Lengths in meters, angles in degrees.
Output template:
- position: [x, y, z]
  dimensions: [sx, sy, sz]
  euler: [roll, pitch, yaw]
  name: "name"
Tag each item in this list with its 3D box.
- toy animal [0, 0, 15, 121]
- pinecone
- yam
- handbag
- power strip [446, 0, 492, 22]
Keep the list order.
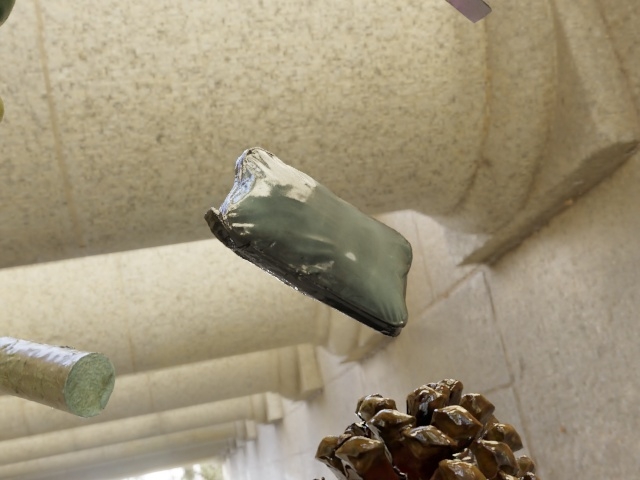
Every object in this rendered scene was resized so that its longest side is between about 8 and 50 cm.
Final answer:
- position: [-0.351, -0.158, 0.585]
  dimensions: [0.191, 0.216, 0.338]
  euler: [70, -152, -67]
  name: "toy animal"
- position: [0.142, 0.357, 1.062]
  dimensions: [0.384, 0.385, 0.384]
  euler: [172, 90, -77]
  name: "pinecone"
- position: [-0.401, 0.190, 1.123]
  dimensions: [0.259, 0.093, 0.093]
  euler: [3, 104, 39]
  name: "yam"
- position: [-0.002, -0.002, 1.105]
  dimensions: [0.075, 0.332, 0.191]
  euler: [-41, 26, 40]
  name: "handbag"
- position: [0.159, -0.360, 1.018]
  dimensions: [0.109, 0.037, 0.279]
  euler: [64, -156, 9]
  name: "power strip"
